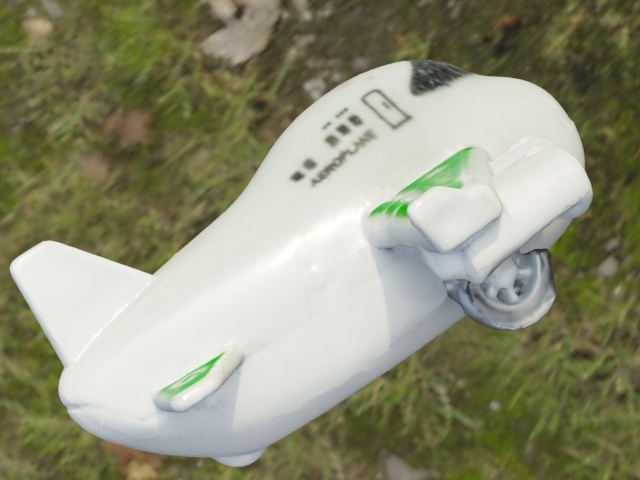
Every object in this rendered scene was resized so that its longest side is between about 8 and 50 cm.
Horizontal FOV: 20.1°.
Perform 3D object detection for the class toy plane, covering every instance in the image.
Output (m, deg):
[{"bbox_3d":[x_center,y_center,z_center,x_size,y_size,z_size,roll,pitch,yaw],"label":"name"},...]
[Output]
[{"bbox_3d":[0.002,0.003,0.507,0.174,0.174,0.080,-23,98,33],"label":"toy plane"}]
